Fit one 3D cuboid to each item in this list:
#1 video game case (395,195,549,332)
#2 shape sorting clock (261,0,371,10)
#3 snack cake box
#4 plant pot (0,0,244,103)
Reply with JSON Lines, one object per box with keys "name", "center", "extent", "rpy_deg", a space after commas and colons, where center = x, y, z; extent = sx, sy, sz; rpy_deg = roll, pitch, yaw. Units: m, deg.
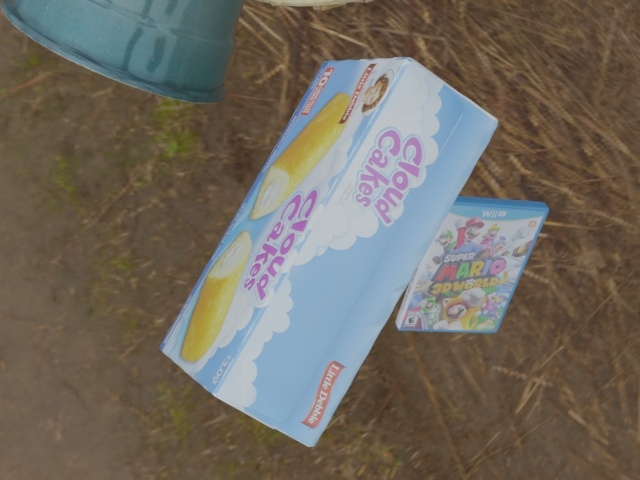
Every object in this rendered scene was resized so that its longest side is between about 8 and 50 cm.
{"name": "video game case", "center": [0.155, 0.028, 1.187], "extent": [0.119, 0.015, 0.166], "rpy_deg": [3, 125, -20]}
{"name": "shape sorting clock", "center": [0.020, -0.268, 1.093], "extent": [0.206, 0.206, 0.040], "rpy_deg": [1, 123, 21]}
{"name": "snack cake box", "center": [0.000, 0.000, 0.838], "extent": [0.089, 0.152, 0.264], "rpy_deg": [32, 84, -21]}
{"name": "plant pot", "center": [-0.226, -0.416, 1.591], "extent": [0.341, 0.341, 0.334], "rpy_deg": [31, 109, 17]}
